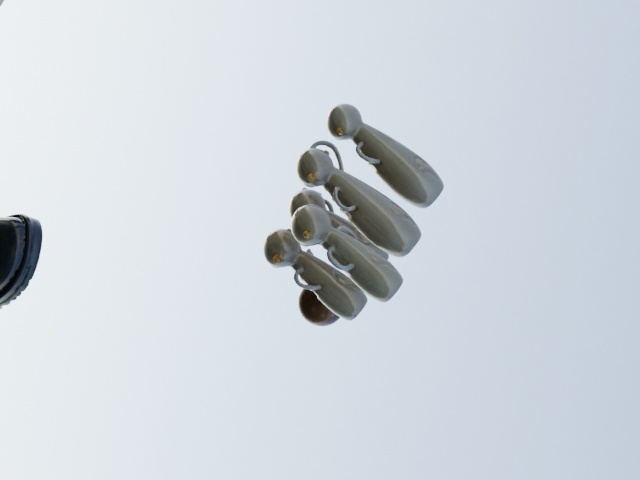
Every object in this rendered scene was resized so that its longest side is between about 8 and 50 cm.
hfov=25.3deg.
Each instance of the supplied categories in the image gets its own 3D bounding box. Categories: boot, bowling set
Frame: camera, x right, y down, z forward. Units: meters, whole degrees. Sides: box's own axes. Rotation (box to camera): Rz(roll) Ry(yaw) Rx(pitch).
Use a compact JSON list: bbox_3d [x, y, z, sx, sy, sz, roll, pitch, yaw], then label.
[{"bbox_3d":[-0.429,0.011,1.439,0.247,0.207,0.094,-16,-116,42],"label":"boot"},{"bbox_3d":[0.000,0.000,1.522,0.200,0.154,0.287,-48,-174,28],"label":"bowling set"}]

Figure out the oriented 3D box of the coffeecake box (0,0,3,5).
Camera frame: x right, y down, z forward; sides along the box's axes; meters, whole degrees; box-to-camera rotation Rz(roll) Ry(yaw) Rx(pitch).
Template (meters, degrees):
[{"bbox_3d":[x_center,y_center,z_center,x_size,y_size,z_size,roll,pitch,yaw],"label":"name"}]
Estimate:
[{"bbox_3d":[-0.379,-0.297,1.292,0.142,0.185,0.068,49,-67,32],"label":"coffeecake box"}]
